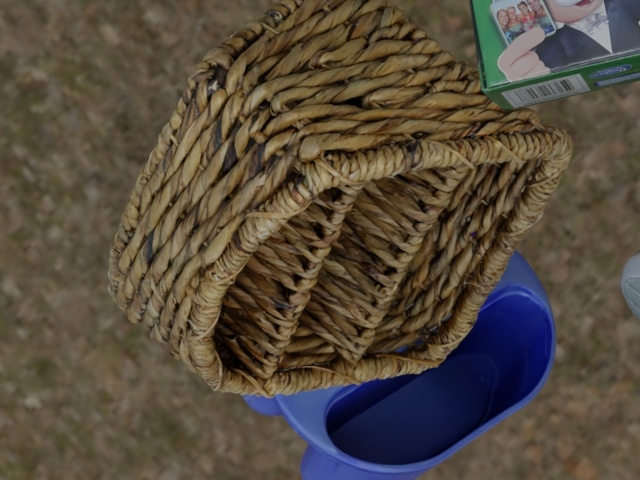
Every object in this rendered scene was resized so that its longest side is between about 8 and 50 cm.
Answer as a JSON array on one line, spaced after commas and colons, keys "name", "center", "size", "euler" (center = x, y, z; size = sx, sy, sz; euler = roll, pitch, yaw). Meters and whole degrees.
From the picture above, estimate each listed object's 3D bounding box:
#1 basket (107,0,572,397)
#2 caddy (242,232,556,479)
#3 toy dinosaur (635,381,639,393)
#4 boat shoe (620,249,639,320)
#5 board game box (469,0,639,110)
[{"name": "basket", "center": [0.000, 0.000, 1.205], "size": [0.223, 0.213, 0.299], "euler": [40, 141, 10]}, {"name": "caddy", "center": [0.082, 0.112, 1.749], "size": [0.241, 0.341, 0.179], "euler": [53, 147, 11]}, {"name": "toy dinosaur", "center": [0.217, 0.067, 0.991], "size": [0.047, 0.082, 0.090], "euler": [8, 127, 44]}, {"name": "boat shoe", "center": [0.288, 0.045, 1.185], "size": [0.083, 0.076, 0.226], "euler": [4, 156, 46]}, {"name": "board game box", "center": [0.210, -0.197, 0.750], "size": [0.317, 0.046, 0.214], "euler": [-12, 77, 16]}]
